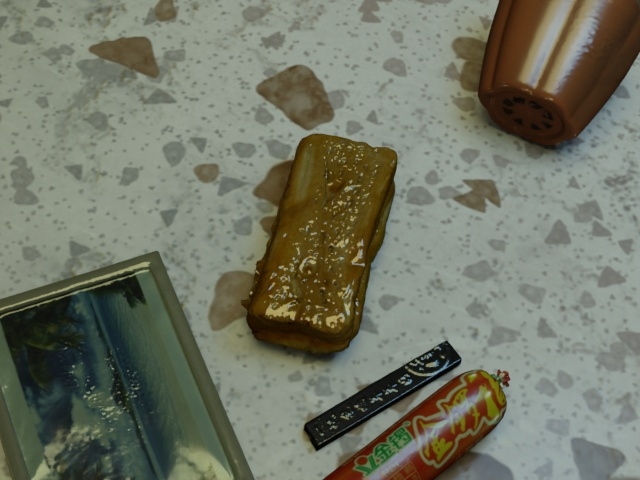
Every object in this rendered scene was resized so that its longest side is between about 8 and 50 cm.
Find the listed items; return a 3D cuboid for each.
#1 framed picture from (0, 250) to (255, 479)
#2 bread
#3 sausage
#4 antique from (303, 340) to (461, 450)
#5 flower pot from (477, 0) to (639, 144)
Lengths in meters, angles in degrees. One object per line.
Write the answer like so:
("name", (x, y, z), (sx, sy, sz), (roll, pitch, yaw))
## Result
("framed picture", (-0.228, 0.171, 1.305), (0.232, 0.024, 0.315), (-18, 62, -16))
("bread", (0.000, -0.001, 1.398), (0.139, 0.077, 0.271), (10, 56, 7))
("sausage", (0.100, 0.212, 1.274), (0.264, 0.083, 0.083), (-35, 66, -24))
("antique", (0.068, 0.165, 1.333), (0.192, 0.015, 0.031), (-28, 63, -20))
("flower pot", (0.282, -0.219, 1.508), (0.190, 0.190, 0.173), (24, 73, 11))
